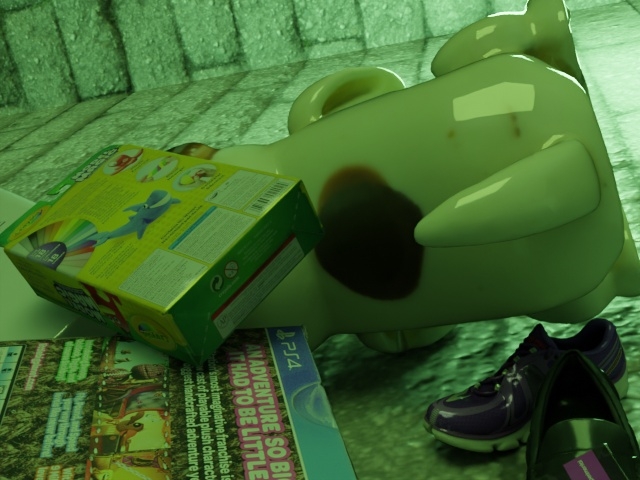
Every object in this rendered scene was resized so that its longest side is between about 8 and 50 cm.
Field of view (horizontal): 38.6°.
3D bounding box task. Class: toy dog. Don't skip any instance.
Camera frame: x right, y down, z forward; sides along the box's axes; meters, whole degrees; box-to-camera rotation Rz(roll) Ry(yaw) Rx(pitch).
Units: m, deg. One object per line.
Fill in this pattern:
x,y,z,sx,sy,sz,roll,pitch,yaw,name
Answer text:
0.043,0.000,0.771,0.407,0.285,0.395,-16,18,19,toy dog

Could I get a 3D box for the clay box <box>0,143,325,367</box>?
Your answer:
-0.120,-0.002,0.626,0.222,0.053,0.127,14,50,44,clay box

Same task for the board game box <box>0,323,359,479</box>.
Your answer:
-0.134,0.162,0.510,0.290,0.141,0.232,-2,19,-9,board game box

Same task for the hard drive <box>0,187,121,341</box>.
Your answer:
-0.287,0.057,0.772,0.210,0.040,0.318,-46,37,-21,hard drive

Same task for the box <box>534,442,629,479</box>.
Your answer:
0.101,0.185,0.460,0.162,0.029,0.116,-29,31,6,box

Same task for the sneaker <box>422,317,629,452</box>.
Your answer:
0.151,0.102,0.686,0.169,0.071,0.068,-20,21,-17,sneaker

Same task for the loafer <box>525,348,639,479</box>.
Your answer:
0.157,0.145,0.554,0.076,0.078,0.223,-6,22,14,loafer
